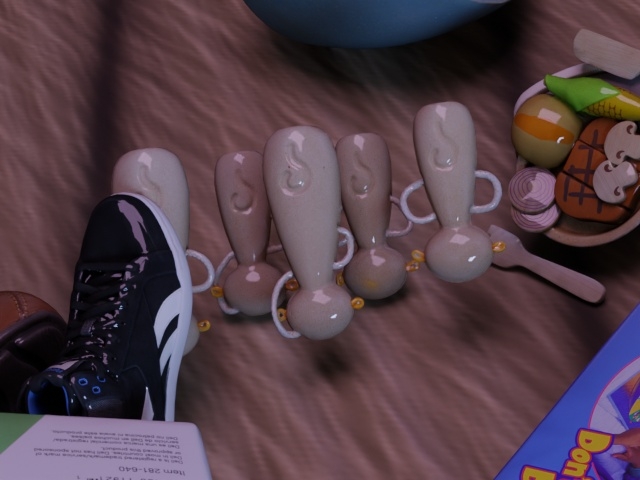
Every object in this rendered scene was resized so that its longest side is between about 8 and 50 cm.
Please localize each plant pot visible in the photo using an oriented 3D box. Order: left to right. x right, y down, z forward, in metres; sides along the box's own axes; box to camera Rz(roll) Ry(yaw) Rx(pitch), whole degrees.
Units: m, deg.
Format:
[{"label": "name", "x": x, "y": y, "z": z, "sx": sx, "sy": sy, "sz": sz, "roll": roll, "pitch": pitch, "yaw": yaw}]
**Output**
[{"label": "plant pot", "x": 0.022, "y": -0.289, "z": 1.440, "sx": 0.195, "sy": 0.290, "sz": 0.290, "roll": -34, "pitch": 24, "yaw": 36}]

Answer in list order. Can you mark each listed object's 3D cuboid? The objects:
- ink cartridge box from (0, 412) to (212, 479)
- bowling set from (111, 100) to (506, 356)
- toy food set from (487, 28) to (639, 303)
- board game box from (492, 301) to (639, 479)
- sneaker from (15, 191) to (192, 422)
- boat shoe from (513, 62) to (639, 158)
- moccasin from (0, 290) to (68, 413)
[{"label": "ink cartridge box", "x": -0.154, "y": 0.216, "z": 0.868, "sx": 0.201, "sy": 0.117, "sz": 0.278, "roll": 5, "pitch": 25, "yaw": -15}, {"label": "bowling set", "x": 0.000, "y": 0.000, "z": 1.189, "sx": 0.287, "sy": 0.154, "sz": 0.200, "roll": -8, "pitch": -5, "yaw": 10}, {"label": "toy food set", "x": 0.192, "y": -0.058, "z": 1.167, "sx": 0.132, "sy": 0.038, "sz": 0.192, "roll": 26, "pitch": 94, "yaw": 36}, {"label": "board game box", "x": 0.216, "y": 0.187, "z": 0.918, "sx": 0.233, "sy": 0.078, "sz": 0.347, "roll": 20, "pitch": 48, "yaw": 34}, {"label": "sneaker", "x": -0.145, "y": 0.066, "z": 1.042, "sx": 0.079, "sy": 0.121, "sz": 0.216, "roll": -7, "pitch": 79, "yaw": 23}, {"label": "boat shoe", "x": 0.292, "y": -0.068, "z": 1.189, "sx": 0.324, "sy": 0.116, "sz": 0.096, "roll": 3, "pitch": 53, "yaw": 25}, {"label": "moccasin", "x": -0.339, "y": 0.151, "z": 1.065, "sx": 0.147, "sy": 0.139, "sz": 0.380, "roll": 15, "pitch": 48, "yaw": 39}]
